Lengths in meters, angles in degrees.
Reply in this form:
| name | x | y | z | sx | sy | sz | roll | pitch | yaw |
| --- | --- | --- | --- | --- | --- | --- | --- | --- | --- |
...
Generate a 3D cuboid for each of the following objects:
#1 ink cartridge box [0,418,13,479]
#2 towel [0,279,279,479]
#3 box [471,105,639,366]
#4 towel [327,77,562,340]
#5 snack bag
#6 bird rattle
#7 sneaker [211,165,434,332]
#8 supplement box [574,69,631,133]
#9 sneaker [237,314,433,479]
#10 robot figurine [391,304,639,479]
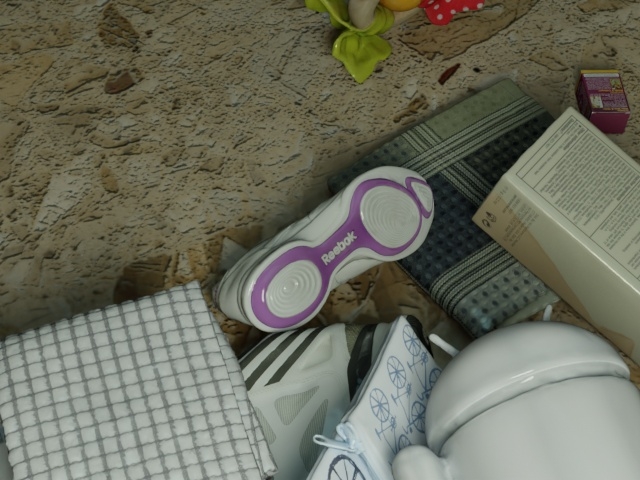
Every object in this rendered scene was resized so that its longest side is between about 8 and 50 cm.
| name | x | y | z | sx | sy | sz | roll | pitch | yaw |
| --- | --- | --- | --- | --- | --- | --- | --- | --- | --- |
| ink cartridge box | -0.312 | 0.292 | 1.360 | 0.385 | 0.091 | 0.308 | -9 | 52 | -27 |
| towel | -0.179 | 0.196 | 1.334 | 0.235 | 0.121 | 0.283 | -14 | 53 | -13 |
| box | 0.347 | 0.010 | 1.607 | 0.311 | 0.121 | 0.148 | 43 | 63 | 8 |
| towel | 0.221 | -0.044 | 1.749 | 0.324 | 0.056 | 0.312 | -30 | 57 | -23 |
| snack bag | 0.100 | 0.288 | 1.300 | 0.323 | 0.037 | 0.342 | 55 | 38 | -17 |
| bird rattle | 0.118 | -0.331 | 1.877 | 0.254 | 0.207 | 0.143 | -23 | 74 | -10 |
| sneaker | 0.000 | 0.000 | 1.626 | 0.305 | 0.114 | 0.152 | -31 | 15 | -30 |
| supplement box | 0.379 | -0.187 | 1.870 | 0.055 | 0.043 | 0.083 | 0 | 51 | -5 |
| sneaker | -0.024 | 0.289 | 1.419 | 0.258 | 0.169 | 0.447 | -4 | 56 | 17 |
| robot figurine | 0.216 | 0.220 | 1.250 | 0.300 | 0.199 | 0.353 | -7 | 58 | -23 |
